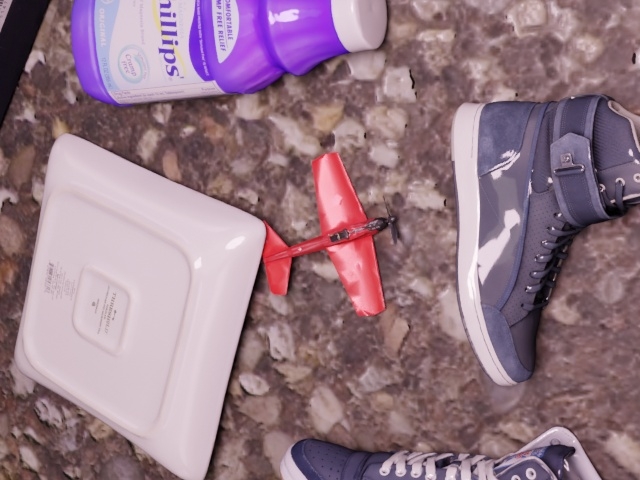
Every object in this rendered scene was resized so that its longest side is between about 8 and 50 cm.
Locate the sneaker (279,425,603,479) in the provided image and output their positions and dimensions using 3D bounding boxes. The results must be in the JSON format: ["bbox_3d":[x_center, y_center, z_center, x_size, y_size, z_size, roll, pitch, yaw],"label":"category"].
[{"bbox_3d":[0.109,0.199,0.803,0.282,0.099,0.153,27,110,19],"label":"sneaker"}]

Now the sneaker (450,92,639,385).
[{"bbox_3d":[0.188,0.001,0.738,0.163,0.086,0.226,-3,95,31],"label":"sneaker"}]

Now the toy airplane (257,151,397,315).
[{"bbox_3d":[0.000,0.000,0.869,0.151,0.028,0.151,4,98,28],"label":"toy airplane"}]

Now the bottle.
[{"bbox_3d":[-0.083,-0.183,0.848,0.282,0.092,0.118,0,97,28],"label":"bottle"}]

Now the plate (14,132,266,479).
[{"bbox_3d":[-0.200,0.065,0.962,0.278,0.045,0.277,25,110,29],"label":"plate"}]

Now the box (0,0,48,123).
[{"bbox_3d":[-0.430,-0.314,0.962,0.312,0.179,0.343,36,112,20],"label":"box"}]
